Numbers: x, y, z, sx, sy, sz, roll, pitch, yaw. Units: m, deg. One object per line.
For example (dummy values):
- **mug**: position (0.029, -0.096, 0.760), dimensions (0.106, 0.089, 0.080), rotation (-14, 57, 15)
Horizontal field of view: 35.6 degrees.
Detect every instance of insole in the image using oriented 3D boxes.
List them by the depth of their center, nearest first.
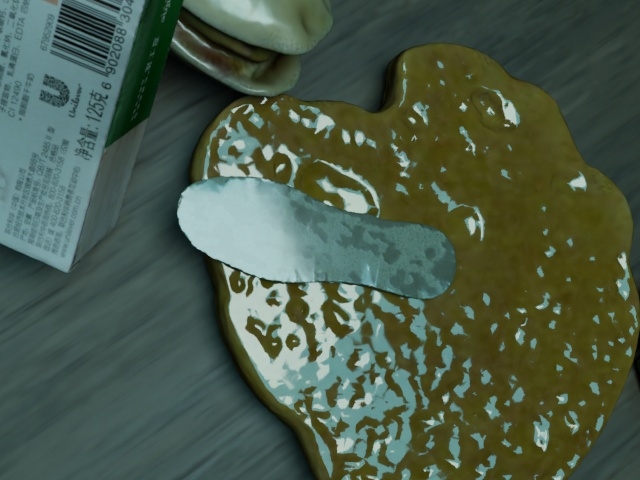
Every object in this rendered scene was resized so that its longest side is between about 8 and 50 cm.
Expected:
- **insole**: position (0.000, 0.000, 0.659), dimensions (0.194, 0.006, 0.065), rotation (11, 81, -14)

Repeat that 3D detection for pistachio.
- **pistachio**: position (-0.084, -0.193, 0.646), dimensions (0.152, 0.126, 0.223), rotation (-27, 76, -46)

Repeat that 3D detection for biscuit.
- **biscuit**: position (0.076, 0.022, 0.709), dimensions (0.312, 0.057, 0.351), rotation (-38, 95, -16)

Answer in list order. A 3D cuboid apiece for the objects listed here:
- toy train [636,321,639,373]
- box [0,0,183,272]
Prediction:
- **toy train**: position (0.347, 0.073, 0.767), dimensions (0.226, 0.090, 0.137), rotation (-18, 97, -16)
- **box**: position (-0.168, -0.099, 0.581), dimensions (0.135, 0.081, 0.199), rotation (24, 113, 2)
